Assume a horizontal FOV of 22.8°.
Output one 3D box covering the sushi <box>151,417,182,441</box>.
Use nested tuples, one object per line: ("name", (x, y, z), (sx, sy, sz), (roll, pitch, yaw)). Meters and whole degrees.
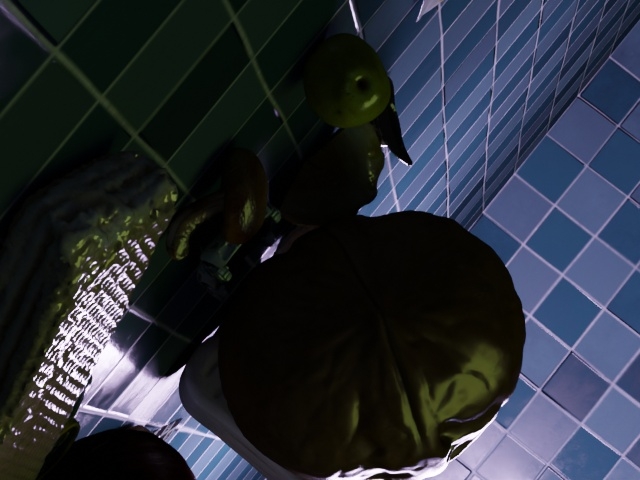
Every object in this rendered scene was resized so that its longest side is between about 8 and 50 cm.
("sushi", (-0.259, 0.343, 2.267), (0.201, 0.031, 0.139), (-53, 170, 13))

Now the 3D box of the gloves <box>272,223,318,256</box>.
("gloves", (0.000, 0.007, 2.027), (0.110, 0.094, 0.144), (-61, 150, 6))

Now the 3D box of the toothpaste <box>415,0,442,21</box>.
("toothpaste", (0.218, -0.364, 1.803), (0.314, 0.056, 0.058), (-45, 129, -17))

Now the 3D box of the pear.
("pear", (0.022, -0.153, 1.553), (0.092, 0.092, 0.097), (-50, -172, -5))

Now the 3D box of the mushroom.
("mushroom", (-0.093, -0.027, 1.539), (0.129, 0.073, 0.088), (-50, -155, 10))

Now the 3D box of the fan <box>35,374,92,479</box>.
("fan", (-0.267, 0.179, 1.583), (0.082, 0.039, 0.155), (-36, 162, -54))

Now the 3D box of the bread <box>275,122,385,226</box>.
("bread", (0.024, -0.075, 1.852), (0.083, 0.094, 0.157), (-25, 145, -61))

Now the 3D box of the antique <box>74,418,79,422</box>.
("antique", (-0.322, 0.250, 1.669), (0.192, 0.015, 0.031), (-44, 169, -41))

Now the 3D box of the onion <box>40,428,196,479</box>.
("onion", (-0.248, 0.323, 1.642), (0.273, 0.285, 0.273), (-33, -131, 46))

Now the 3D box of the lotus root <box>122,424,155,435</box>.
("lotus root", (-0.264, 0.317, 2.033), (0.170, 0.074, 0.261), (-53, 171, -4))

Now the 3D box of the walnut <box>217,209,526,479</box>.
("walnut", (0.062, 0.129, 1.820), (0.354, 0.308, 0.398), (-32, 167, -4))

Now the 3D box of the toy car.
("toy car", (-0.092, 0.004, 1.688), (0.095, 0.056, 0.205), (-49, 175, -12))

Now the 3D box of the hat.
("hat", (0.072, -0.136, 1.904), (0.050, 0.121, 0.121), (-16, 179, 15))

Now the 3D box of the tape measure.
("tape measure", (-0.036, 0.196, 2.056), (0.265, 0.258, 0.130), (-49, 176, -22))

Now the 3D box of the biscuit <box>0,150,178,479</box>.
("biscuit", (-0.247, 0.107, 1.293), (0.144, 0.078, 0.426), (-37, 162, -53))
